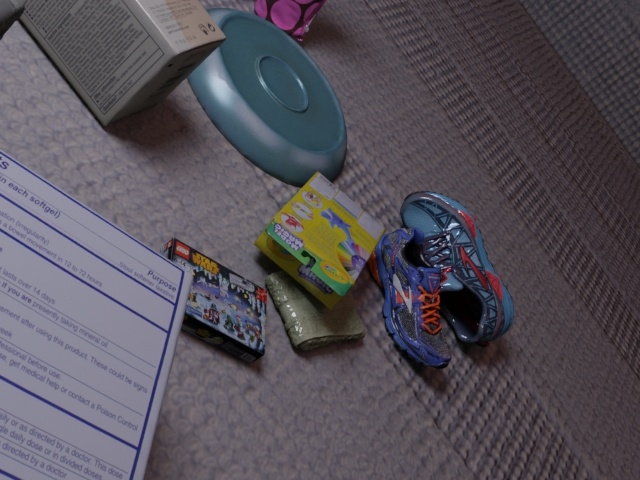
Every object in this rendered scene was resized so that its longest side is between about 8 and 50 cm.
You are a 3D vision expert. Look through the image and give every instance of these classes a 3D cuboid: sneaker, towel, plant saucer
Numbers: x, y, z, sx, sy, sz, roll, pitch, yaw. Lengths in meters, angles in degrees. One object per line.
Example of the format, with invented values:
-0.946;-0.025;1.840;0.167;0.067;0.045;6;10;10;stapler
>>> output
0.133;0.075;1.241;0.083;0.087;0.221;8;54;-49;sneaker
0.200;0.040;1.348;0.261;0.104;0.125;58;34;6;sneaker
-0.003;0.081;1.115;0.148;0.027;0.110;-2;61;-53;towel
-0.066;-0.221;1.304;0.318;0.044;0.317;33;38;-31;plant saucer

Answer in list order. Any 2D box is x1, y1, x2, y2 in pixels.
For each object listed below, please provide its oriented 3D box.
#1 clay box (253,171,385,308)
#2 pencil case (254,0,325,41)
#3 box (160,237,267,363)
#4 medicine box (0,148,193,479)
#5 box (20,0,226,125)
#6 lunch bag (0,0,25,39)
0.000;0.000;1.134;0.127;0.053;0.222;40;28;-1;clay box
-0.009;-0.422;1.410;0.098;0.209;0.095;41;27;-1;pencil case
-0.119;0.067;0.976;0.137;0.027;0.093;32;37;-31;box
-0.261;0.089;0.654;0.263;0.149;0.289;37;35;-26;medicine box
-0.272;-0.304;1.017;0.311;0.148;0.121;53;31;-4;box
-0.430;-0.203;0.699;0.287;0.169;0.235;41;37;-6;lunch bag
